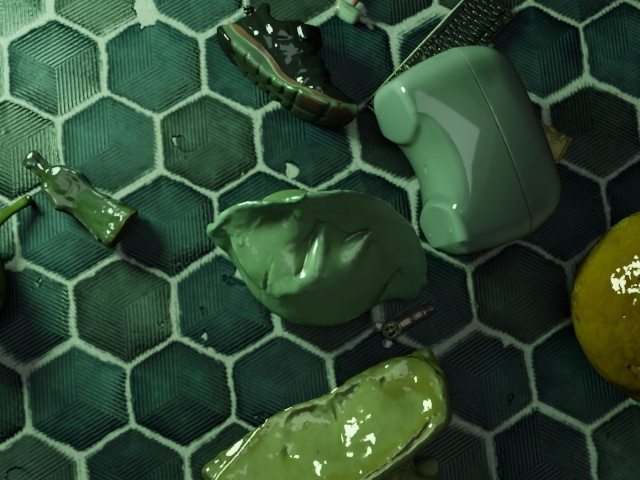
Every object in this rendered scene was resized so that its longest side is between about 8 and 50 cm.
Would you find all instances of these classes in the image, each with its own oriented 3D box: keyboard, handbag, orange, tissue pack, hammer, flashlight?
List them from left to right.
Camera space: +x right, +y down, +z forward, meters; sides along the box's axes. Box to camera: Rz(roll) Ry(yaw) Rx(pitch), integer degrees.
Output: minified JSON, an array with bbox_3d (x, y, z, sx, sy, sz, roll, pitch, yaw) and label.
[{"bbox_3d":[0.063,-0.434,1.692,0.052,0.031,0.083,35,76,-1],"label":"hammer"},{"bbox_3d":[0.149,0.142,1.616,0.110,0.031,0.052,-28,84,-6],"label":"flashlight"},{"bbox_3d":[0.221,-0.326,1.685,0.106,0.027,0.317,42,82,4],"label":"keyboard"},{"bbox_3d":[0.259,-0.155,1.555,0.236,0.229,0.333,-24,92,-11],"label":"tissue pack"},{"bbox_3d":[0.403,-0.179,1.673,0.083,0.027,0.061,32,83,3],"label":"handbag"},{"bbox_3d":[0.575,0.107,1.514,0.340,0.293,0.341,-1,98,-10],"label":"orange"}]

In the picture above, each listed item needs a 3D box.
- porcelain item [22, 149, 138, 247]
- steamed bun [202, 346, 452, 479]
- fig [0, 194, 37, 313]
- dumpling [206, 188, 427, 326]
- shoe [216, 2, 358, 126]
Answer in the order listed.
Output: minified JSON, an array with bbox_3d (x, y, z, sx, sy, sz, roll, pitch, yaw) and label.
[{"bbox_3d":[-0.423,-0.077,1.601,0.215,0.069,0.081,35,94,1],"label":"porcelain item"},{"bbox_3d":[0.052,0.376,1.527,0.428,0.189,0.247,-30,56,-7],"label":"steamed bun"},{"bbox_3d":[-0.567,0.022,1.548,0.151,0.151,0.259,25,78,1],"label":"fig"},{"bbox_3d":[-0.012,0.004,1.552,0.320,0.212,0.270,-15,120,-18],"label":"dumpling"},{"bbox_3d":[-0.042,-0.312,1.635,0.291,0.114,0.137,39,77,6],"label":"shoe"}]
